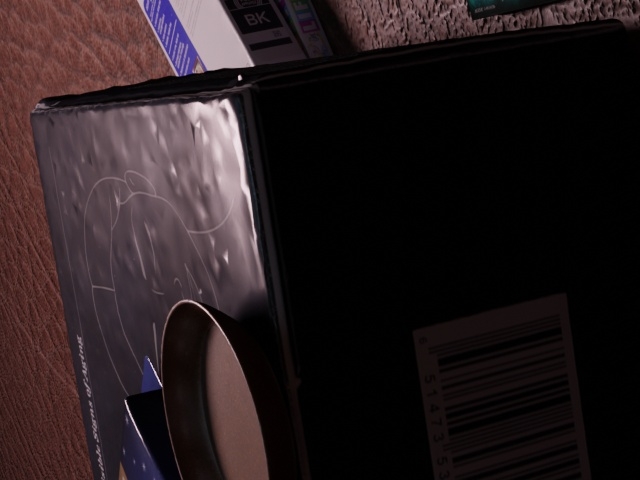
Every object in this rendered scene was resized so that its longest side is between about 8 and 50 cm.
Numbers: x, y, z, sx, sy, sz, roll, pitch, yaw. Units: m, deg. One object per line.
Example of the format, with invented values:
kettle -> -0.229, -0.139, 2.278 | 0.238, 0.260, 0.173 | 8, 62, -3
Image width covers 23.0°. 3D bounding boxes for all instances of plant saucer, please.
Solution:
plant saucer -> -0.054, 0.115, 0.957 | 0.168, 0.029, 0.168 | 41, 137, 53

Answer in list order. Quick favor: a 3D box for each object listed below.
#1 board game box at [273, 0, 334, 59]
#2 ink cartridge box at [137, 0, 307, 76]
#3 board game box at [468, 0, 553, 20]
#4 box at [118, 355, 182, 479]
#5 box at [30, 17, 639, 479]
board game box -> -0.033, -0.202, 1.550 | 0.154, 0.026, 0.103 | 68, 154, 15
ink cartridge box -> -0.108, -0.220, 1.590 | 0.333, 0.065, 0.165 | 61, 152, 25
board game box -> 0.152, -0.233, 1.140 | 0.186, 0.026, 0.126 | 0, 104, 65
box -> -0.099, 0.203, 1.090 | 0.225, 0.036, 0.136 | -123, 31, -41
box -> 0.011, 0.101, 1.191 | 0.472, 0.297, 0.480 | 6, 107, 63
